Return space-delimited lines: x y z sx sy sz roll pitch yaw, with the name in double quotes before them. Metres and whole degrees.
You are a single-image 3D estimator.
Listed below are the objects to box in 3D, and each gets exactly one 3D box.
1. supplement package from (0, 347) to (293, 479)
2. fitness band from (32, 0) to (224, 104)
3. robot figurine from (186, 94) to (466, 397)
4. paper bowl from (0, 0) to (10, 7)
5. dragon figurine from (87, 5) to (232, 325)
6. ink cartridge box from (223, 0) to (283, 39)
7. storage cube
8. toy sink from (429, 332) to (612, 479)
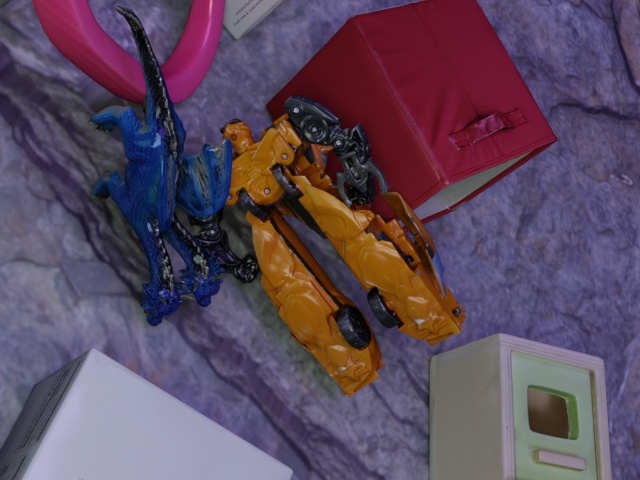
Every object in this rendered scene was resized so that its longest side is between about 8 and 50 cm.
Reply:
"supplement package" -0.178 0.258 0.876 0.204 0.145 0.262 35 56 -18
"fitness band" -0.169 -0.243 1.029 0.291 0.054 0.209 38 62 -66
"robot figurine" 0.000 0.000 1.085 0.291 0.211 0.085 54 22 -7
"paper bowl" -0.366 -0.320 0.968 0.284 0.148 0.284 13 66 -30
"dragon figurine" -0.135 -0.062 0.997 0.085 0.289 0.144 -21 47 -40
"ink cartridge box" -0.101 -0.395 1.200 0.283 0.117 0.207 48 53 -10
"storage cube" 0.094 -0.126 1.175 0.183 0.215 0.193 -23 80 -38
"toy sink" 0.211 0.233 1.164 0.152 0.131 0.234 16 64 -28
